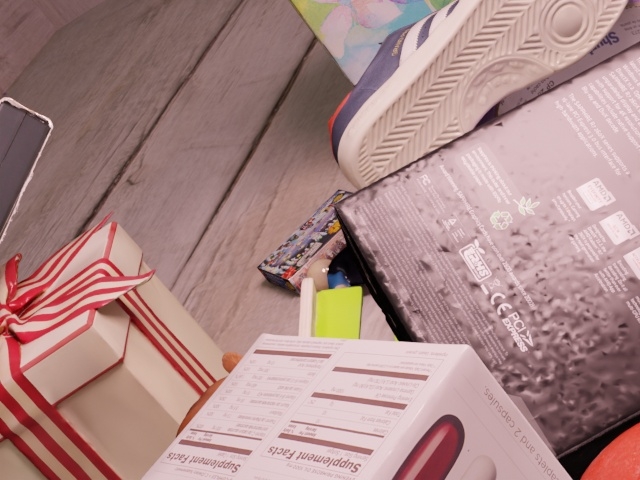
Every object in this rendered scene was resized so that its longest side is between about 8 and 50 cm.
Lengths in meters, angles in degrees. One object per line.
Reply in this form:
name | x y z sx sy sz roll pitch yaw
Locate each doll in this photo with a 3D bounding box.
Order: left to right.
doll | 0.053 0.021 1.455 0.189 0.046 0.129 -16 31 44

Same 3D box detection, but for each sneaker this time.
sneaker | 0.142 -0.192 1.374 0.350 0.131 0.148 -39 26 1

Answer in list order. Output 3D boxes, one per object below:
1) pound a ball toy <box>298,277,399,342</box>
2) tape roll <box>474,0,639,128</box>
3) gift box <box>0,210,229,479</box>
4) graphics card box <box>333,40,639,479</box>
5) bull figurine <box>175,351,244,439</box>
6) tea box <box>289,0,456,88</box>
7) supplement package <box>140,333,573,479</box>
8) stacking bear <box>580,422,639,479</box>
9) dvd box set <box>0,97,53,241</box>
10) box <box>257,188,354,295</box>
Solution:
pound a ball toy | 0.091 0.141 1.096 0.208 0.136 0.319 -9 27 5
tape roll | 0.270 -0.135 1.361 0.274 0.090 0.275 -33 22 15
gift box | -0.221 0.137 1.379 0.276 0.258 0.255 -37 22 9
graphics card box | 0.223 -0.005 0.932 0.371 0.094 0.233 -28 63 -5
bull figurine | -0.073 0.187 1.170 0.310 0.101 0.188 68 -137 -89
tea box | 0.132 -0.340 1.663 0.329 0.323 0.220 -35 22 11
supplement package | 0.053 0.197 0.819 0.145 0.262 0.204 -50 24 -25
stacking bear | 0.206 0.182 0.573 0.164 0.289 0.175 -8 37 52
dvd box set | -0.396 0.089 1.397 0.420 0.062 0.308 -48 20 49
box | 0.000 0.000 1.604 0.137 0.027 0.094 -44 23 -14
